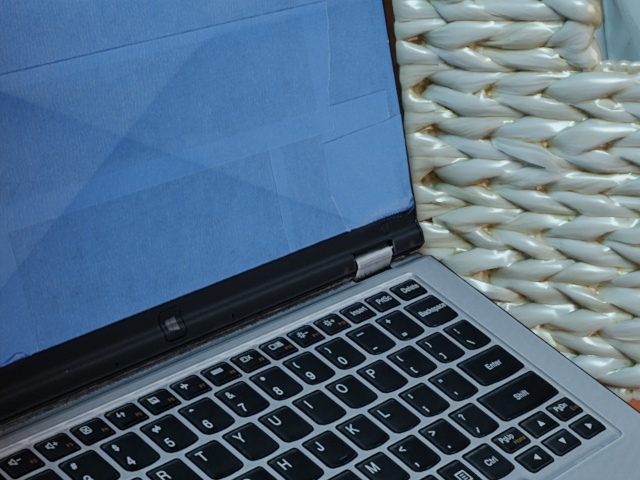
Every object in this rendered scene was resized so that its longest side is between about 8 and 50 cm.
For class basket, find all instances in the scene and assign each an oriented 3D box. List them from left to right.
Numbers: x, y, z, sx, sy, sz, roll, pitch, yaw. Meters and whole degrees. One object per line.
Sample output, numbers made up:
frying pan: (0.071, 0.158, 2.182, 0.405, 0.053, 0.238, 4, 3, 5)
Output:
basket: (0.241, -0.076, 1.034, 0.331, 0.328, 0.266, -36, 128, -60)

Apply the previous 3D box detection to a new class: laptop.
laptop: (0.000, 0.000, 0.738, 0.382, 0.408, 0.236, -22, 141, -46)

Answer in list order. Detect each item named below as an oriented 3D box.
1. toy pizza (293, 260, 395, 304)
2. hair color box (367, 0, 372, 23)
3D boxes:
toy pizza: (-0.037, -0.015, 1.035, 0.201, 0.032, 0.201, -1, 92, -36)
hair color box: (-0.064, -0.212, 0.923, 0.174, 0.105, 0.347, 2, 90, -37)
